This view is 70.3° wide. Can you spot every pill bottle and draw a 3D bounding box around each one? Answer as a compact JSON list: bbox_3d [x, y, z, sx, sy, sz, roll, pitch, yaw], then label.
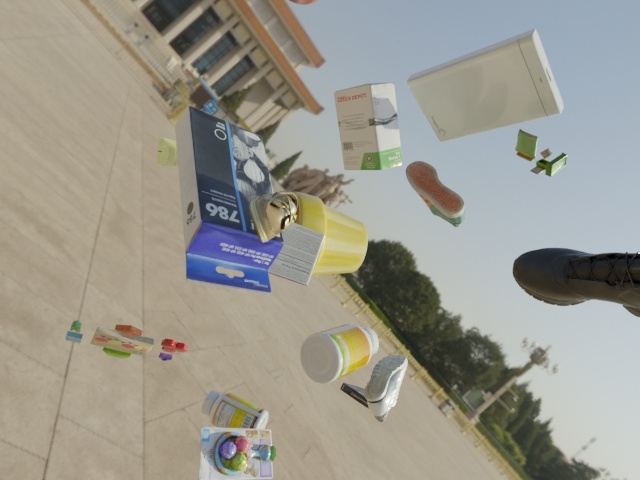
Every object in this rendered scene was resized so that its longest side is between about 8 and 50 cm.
[{"bbox_3d":[0.066,0.317,1.317,0.245,0.136,0.136,-1,43,-54],"label":"pill bottle"},{"bbox_3d":[-0.294,0.594,1.548,0.214,0.118,0.117,21,-7,14],"label":"pill bottle"}]

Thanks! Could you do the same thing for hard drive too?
[{"bbox_3d":[0.442,-0.405,1.250,0.352,0.047,0.233,-4,-43,46],"label":"hard drive"}]

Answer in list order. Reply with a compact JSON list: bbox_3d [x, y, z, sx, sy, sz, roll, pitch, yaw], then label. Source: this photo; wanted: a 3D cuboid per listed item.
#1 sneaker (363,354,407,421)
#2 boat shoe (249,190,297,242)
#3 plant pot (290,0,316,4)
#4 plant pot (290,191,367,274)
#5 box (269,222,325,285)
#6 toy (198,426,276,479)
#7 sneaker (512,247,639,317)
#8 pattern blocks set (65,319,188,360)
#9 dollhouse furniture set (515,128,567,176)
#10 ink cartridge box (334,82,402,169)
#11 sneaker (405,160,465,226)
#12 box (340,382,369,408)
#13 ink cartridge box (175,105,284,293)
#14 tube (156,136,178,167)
[{"bbox_3d":[0.204,0.432,1.366,0.235,0.090,0.095,-38,109,-49],"label":"sneaker"},{"bbox_3d":[-0.051,-0.036,0.536,0.135,0.045,0.050,-87,160,-71],"label":"boat shoe"},{"bbox_3d":[-0.026,-0.826,1.286,0.272,0.272,0.265,49,-12,-12],"label":"plant pot"},{"bbox_3d":[0.000,0.000,1.370,0.238,0.254,0.254,10,17,-23],"label":"plant pot"},{"bbox_3d":[-0.074,0.027,1.135,0.126,0.137,0.072,21,-5,-15],"label":"box"},{"bbox_3d":[-0.225,0.604,1.296,0.237,0.056,0.137,22,49,-38],"label":"toy"},{"bbox_3d":[0.472,0.057,0.750,0.285,0.109,0.130,7,-19,19],"label":"sneaker"},{"bbox_3d":[-0.603,0.311,1.398,0.324,0.285,0.026,26,51,-29],"label":"pattern blocks set"},{"bbox_3d":[0.549,-0.219,1.172,0.152,0.058,0.076,45,-18,43],"label":"dollhouse furniture set"},{"bbox_3d":[0.129,-0.306,1.235,0.160,0.092,0.220,14,-63,54],"label":"ink cartridge box"},{"bbox_3d":[0.406,-0.161,1.628,0.302,0.108,0.121,59,-1,38],"label":"sneaker"},{"bbox_3d":[0.146,0.510,1.473,0.116,0.029,0.162,23,-10,37],"label":"box"},{"bbox_3d":[-0.158,-0.076,0.793,0.165,0.065,0.333,15,49,-41],"label":"ink cartridge box"},{"bbox_3d":[-0.256,-0.193,1.063,0.239,0.070,0.062,4,15,-21],"label":"tube"}]
